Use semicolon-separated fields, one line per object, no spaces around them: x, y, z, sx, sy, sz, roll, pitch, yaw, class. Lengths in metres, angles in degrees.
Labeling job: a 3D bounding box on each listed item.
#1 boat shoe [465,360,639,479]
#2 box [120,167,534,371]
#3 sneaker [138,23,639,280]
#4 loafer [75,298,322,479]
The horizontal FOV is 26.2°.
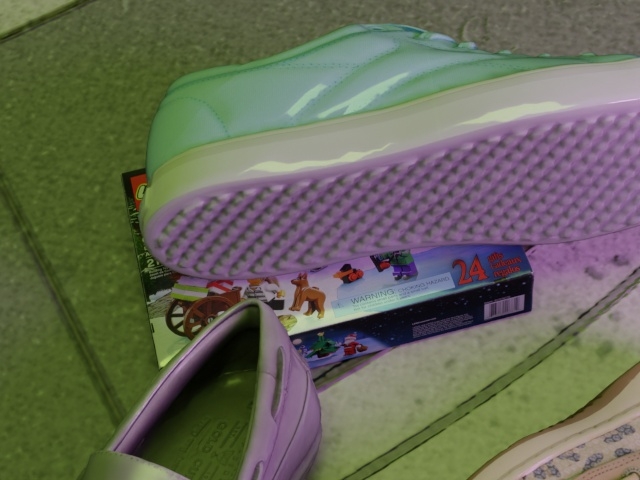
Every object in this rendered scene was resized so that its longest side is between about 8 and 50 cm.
0.144;0.147;0.713;0.285;0.104;0.089;-35;54;-19;boat shoe
0.000;0.000;0.878;0.233;0.044;0.159;-14;53;-4;box
0.070;-0.083;0.819;0.366;0.135;0.150;-6;56;1;sneaker
-0.096;0.154;0.690;0.112;0.111;0.319;7;39;22;loafer
